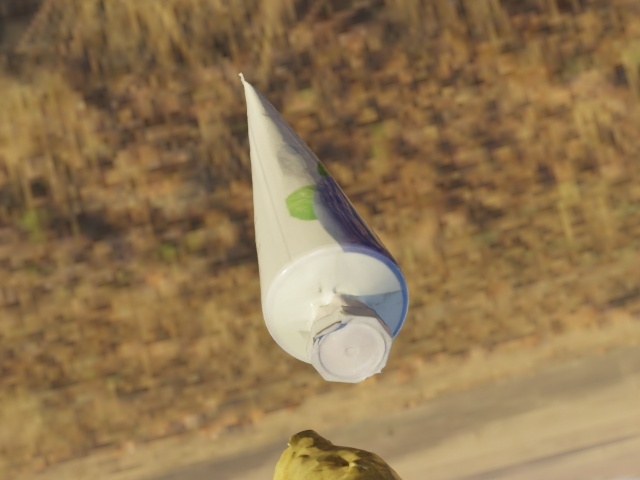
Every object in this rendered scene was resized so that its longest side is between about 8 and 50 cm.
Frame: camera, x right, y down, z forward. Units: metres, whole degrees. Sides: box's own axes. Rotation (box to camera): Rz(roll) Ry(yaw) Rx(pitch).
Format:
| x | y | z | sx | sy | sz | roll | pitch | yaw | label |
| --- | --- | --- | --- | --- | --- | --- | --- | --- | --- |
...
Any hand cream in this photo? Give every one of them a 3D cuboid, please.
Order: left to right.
| x | y | z | sx | sy | sz | roll | pitch | yaw | label |
| --- | --- | --- | --- | --- | --- | --- | --- | --- | --- |
| 0.000 | 0.000 | 0.679 | 0.053 | 0.084 | 0.142 | -25 | -146 | 8 | hand cream |

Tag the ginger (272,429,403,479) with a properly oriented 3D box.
| x | y | z | sx | sy | sz | roll | pitch | yaw | label |
| --- | --- | --- | --- | --- | --- | --- | --- | --- | --- |
| -0.012 | 0.244 | 0.696 | 0.348 | 0.363 | 0.122 | -37 | 149 | -29 | ginger |
